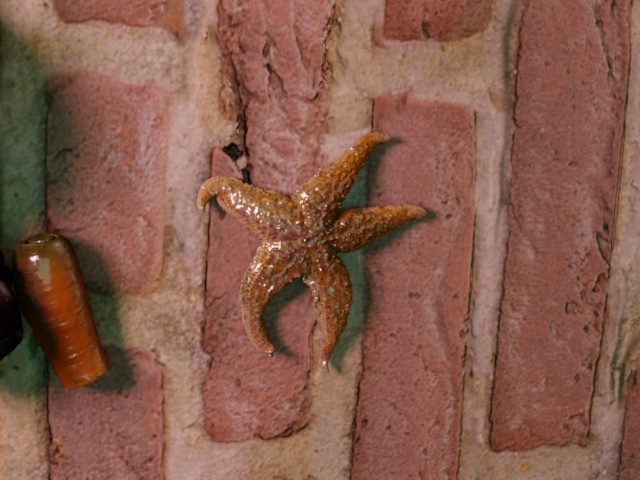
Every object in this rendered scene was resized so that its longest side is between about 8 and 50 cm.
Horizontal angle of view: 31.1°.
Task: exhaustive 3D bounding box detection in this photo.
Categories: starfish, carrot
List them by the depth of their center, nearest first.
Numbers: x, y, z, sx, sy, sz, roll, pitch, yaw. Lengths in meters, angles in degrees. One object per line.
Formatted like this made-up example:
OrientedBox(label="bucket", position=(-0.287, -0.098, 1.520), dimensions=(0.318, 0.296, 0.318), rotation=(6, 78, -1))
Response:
OrientedBox(label="carrot", position=(-0.321, 0.087, 1.403), dimensions=(0.087, 0.087, 0.193), rotation=(-14, 107, -9))
OrientedBox(label="starfish", position=(0.001, 0.000, 1.463), dimensions=(0.302, 0.060, 0.299), rotation=(-38, 104, -3))

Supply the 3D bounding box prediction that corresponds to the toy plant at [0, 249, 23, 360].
OrientedBox(label="toy plant", position=(-0.463, 0.053, 1.332), dimensions=(0.218, 0.175, 0.235), rotation=(-33, 78, -11))
